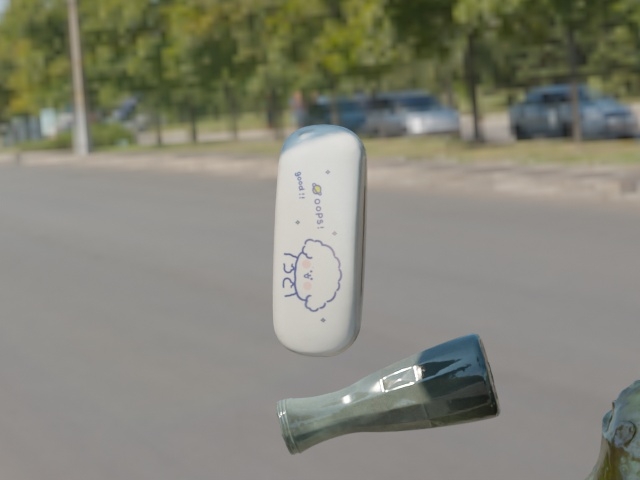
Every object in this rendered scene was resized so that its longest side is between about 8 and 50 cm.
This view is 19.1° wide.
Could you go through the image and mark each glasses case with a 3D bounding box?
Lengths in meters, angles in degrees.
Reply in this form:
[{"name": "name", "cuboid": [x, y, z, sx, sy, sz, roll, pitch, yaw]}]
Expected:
[{"name": "glasses case", "cuboid": [0.000, 0.000, 1.611, 0.076, 0.197, 0.049, 2, -2, 14]}]

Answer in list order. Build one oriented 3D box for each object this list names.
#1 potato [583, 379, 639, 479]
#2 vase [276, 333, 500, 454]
[{"name": "potato", "cuboid": [0.250, 0.332, 1.874, 0.296, 0.397, 0.290, -1, 22, 9]}, {"name": "vase", "cuboid": [0.066, 0.160, 1.887, 0.214, 0.086, 0.086, -16, 2, 6]}]
